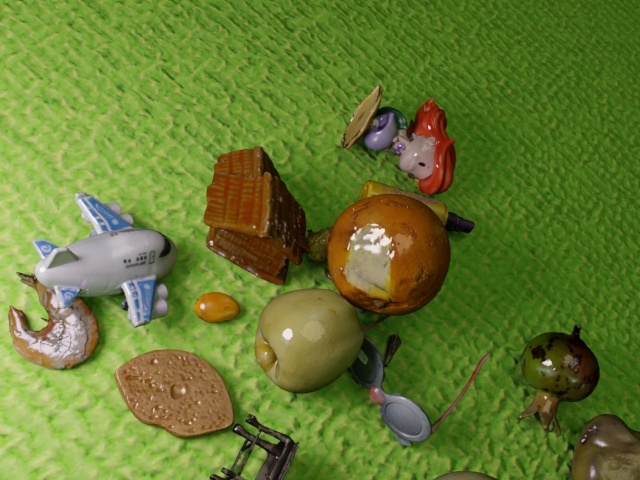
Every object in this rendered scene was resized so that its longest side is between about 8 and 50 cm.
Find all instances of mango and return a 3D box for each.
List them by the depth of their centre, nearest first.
[{"bbox_3d":[-0.191,0.126,1.164,0.089,0.046,0.060,12,61,-30],"label":"mango"}]

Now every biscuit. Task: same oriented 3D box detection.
[{"bbox_3d":[-0.247,0.260,1.078,0.220,0.029,0.142,23,59,-9],"label":"biscuit"}]

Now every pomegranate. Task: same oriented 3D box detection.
[{"bbox_3d":[0.486,0.288,1.287,0.156,0.156,0.220,28,61,-6],"label":"pomegranate"}]

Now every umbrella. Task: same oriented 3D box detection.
[{"bbox_3d":[0.144,0.220,1.262,0.031,0.020,0.083,54,47,-37],"label":"umbrella"}]

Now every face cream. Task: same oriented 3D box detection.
[{"bbox_3d":[0.221,-0.063,1.406,0.273,0.078,0.078,15,59,-14],"label":"face cream"}]

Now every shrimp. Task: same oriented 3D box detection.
[{"bbox_3d":[-0.456,0.131,1.049,0.132,0.051,0.187,-33,82,-32],"label":"shrimp"}]

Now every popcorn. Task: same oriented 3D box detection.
[{"bbox_3d":[0.000,0.000,1.292,0.084,0.084,0.084,9,61,-17],"label":"popcorn"}]

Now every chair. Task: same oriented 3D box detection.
[{"bbox_3d":[-0.058,0.402,1.034,0.229,0.106,0.113,32,58,-5],"label":"chair"}]

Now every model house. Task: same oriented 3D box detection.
[{"bbox_3d":[-0.114,-0.058,1.186,0.219,0.229,0.199,20,64,-12],"label":"model house"}]

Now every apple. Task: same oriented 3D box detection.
[{"bbox_3d":[-0.023,0.176,1.119,0.200,0.200,0.200,9,61,-17],"label":"apple"}]

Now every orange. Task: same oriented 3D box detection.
[{"bbox_3d":[0.127,0.028,1.183,0.240,0.240,0.240,9,61,-17],"label":"orange"}]

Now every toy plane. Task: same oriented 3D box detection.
[{"bbox_3d":[-0.359,0.034,1.075,0.267,0.122,0.267,29,40,-28],"label":"toy plane"}]

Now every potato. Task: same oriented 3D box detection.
[{"bbox_3d":[0.588,0.450,1.252,0.154,0.137,0.200,20,52,26],"label":"potato"}]

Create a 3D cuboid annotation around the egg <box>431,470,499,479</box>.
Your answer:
[{"bbox_3d":[0.220,0.521,1.017,0.218,0.218,0.295,38,69,1],"label":"egg"}]

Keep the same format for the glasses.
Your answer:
[{"bbox_3d":[0.191,0.241,1.234,0.268,0.118,0.234,-27,74,-40],"label":"glasses"}]

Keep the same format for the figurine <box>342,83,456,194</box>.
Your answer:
[{"bbox_3d":[0.204,-0.237,1.442,0.257,0.181,0.208,28,28,-14],"label":"figurine"}]

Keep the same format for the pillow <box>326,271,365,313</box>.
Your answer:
[{"bbox_3d":[0.115,0.057,1.324,0.113,0.038,0.203,47,58,6],"label":"pillow"}]
